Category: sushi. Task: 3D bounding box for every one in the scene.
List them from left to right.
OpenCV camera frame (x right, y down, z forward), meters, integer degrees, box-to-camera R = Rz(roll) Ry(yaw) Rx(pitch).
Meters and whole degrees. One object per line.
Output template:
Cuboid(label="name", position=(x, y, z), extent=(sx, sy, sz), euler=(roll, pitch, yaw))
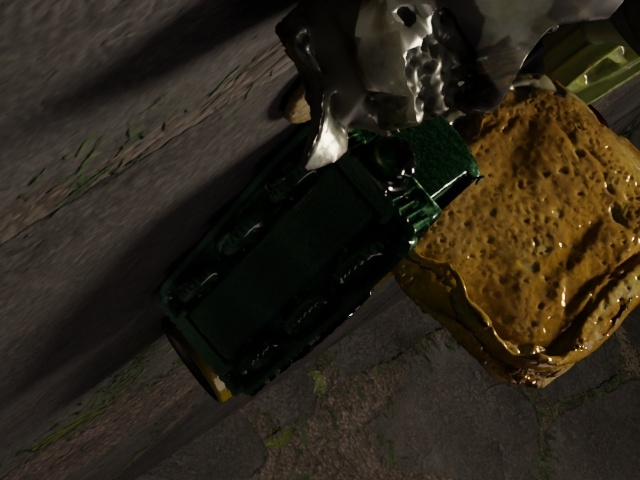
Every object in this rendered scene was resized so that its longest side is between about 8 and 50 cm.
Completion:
Cuboid(label="sushi", position=(0.062, -0.135, 0.861), extent=(0.273, 0.134, 0.109), euler=(-46, -154, -14))

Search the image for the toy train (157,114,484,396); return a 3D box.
Cuboid(label="toy train", position=(0.000, 0.000, 1.279), extent=(0.178, 0.138, 0.330), euler=(-37, 175, -45))

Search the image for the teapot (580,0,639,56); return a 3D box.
Cuboid(label="teapot", position=(0.401, -0.244, 1.349), extent=(0.239, 0.239, 0.321), euler=(-48, 170, -9))

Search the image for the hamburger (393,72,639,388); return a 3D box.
Cuboid(label="hamburger", position=(0.193, -0.014, 1.475), extent=(0.318, 0.318, 0.158), euler=(-35, 177, -21))

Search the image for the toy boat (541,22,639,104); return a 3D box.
Cuboid(label="toy boat", position=(0.349, -0.235, 1.573), extent=(0.276, 0.084, 0.111), euler=(-31, 158, 22))

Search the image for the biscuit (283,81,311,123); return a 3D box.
Cuboid(label="biscuit", position=(0.021, -0.124, 1.065), extent=(0.120, 0.015, 0.120), euler=(-37, 172, -6))

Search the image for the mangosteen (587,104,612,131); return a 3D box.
Cuboid(label="mangosteen", position=(0.226, -0.066, 1.737), extent=(0.261, 0.235, 0.235), euler=(-5, 172, 1))

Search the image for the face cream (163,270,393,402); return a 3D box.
Cuboid(label="face cream", position=(0.002, 0.029, 1.559), extent=(0.348, 0.105, 0.105), euler=(-37, 172, -13))
